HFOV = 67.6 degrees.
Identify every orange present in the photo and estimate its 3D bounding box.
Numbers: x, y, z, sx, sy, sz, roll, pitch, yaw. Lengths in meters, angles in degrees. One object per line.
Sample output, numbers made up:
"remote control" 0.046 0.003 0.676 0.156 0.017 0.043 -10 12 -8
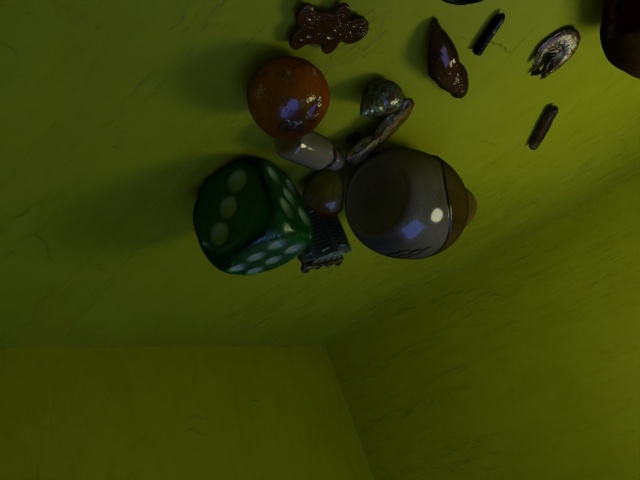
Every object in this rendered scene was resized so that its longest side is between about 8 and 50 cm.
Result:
"orange" -0.078 -0.362 1.233 0.224 0.170 0.224 -16 156 -8

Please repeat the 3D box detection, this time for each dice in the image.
"dice" -0.216 -0.068 1.562 0.297 0.299 0.287 -31 156 18

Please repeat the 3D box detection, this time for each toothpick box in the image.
"toothpick box" 0.330 -0.133 1.758 0.426 0.408 0.409 9 141 -46

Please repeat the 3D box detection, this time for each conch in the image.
"conch" 0.187 -0.418 1.418 0.116 0.105 0.173 -12 175 25

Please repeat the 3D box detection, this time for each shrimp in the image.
"shrimp" 0.752 -0.608 1.556 0.133 0.051 0.187 10 139 -18

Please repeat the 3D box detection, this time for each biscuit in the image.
"biscuit" 0.196 -0.351 1.578 0.299 0.045 0.154 -41 172 20
"biscuit" 0.024 -0.518 1.164 0.205 0.031 0.138 -10 153 -23

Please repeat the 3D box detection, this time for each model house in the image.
"model house" 0.000 0.000 1.954 0.199 0.224 0.215 -12 154 -19

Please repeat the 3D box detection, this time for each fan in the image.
"fan" 0.114 -0.340 1.622 0.056 0.004 0.083 -24 155 4

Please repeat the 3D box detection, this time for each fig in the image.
"fig" 0.029 -0.207 1.697 0.159 0.159 0.257 -5 130 -31

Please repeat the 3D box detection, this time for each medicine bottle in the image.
"medicine bottle" -0.022 -0.282 1.503 0.114 0.114 0.252 -37 151 29

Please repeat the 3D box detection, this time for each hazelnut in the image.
"hazelnut" 0.979 -0.647 1.339 0.359 0.359 0.409 -27 150 12

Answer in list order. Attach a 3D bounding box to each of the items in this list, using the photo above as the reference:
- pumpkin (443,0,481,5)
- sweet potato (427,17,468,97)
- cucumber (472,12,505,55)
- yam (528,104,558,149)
"pumpkin" 0.298 -0.624 0.988 0.250 0.216 0.249 -38 146 -31
"sweet potato" 0.374 -0.496 1.408 0.095 0.106 0.355 4 167 30
"cucumber" 0.486 -0.595 1.375 0.032 0.032 0.133 -9 153 -25
"yam" 0.916 -0.462 1.963 0.046 0.046 0.264 -20 156 -4
